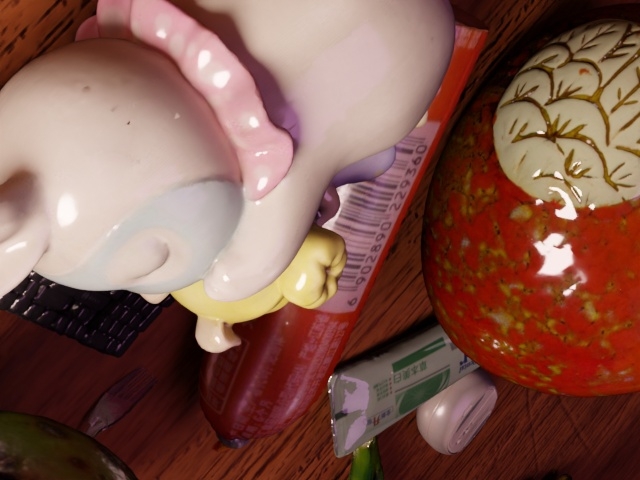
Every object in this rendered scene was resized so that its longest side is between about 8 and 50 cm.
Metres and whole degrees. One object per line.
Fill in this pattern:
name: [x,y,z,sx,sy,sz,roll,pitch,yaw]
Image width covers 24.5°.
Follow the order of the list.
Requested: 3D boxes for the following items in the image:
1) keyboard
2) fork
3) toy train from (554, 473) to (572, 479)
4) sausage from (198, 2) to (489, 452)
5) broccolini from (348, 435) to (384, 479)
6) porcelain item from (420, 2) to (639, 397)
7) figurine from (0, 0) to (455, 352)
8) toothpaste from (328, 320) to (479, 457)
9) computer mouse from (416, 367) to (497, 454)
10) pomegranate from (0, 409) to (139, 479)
keyboard: [-0.118,0.007,0.632,0.060,0.018,0.195,-52,152,0]
fork: [-0.124,0.107,0.733,0.115,0.016,0.012,-47,159,-12]
toy train: [0.198,0.299,1.366,0.225,0.090,0.137,-2,125,-57]
sausage: [0.000,0.000,0.750,0.074,0.074,0.274,-8,127,-54]
broccolini: [0.023,0.191,1.040,0.074,0.058,0.201,-45,138,-48]
porcelain item: [0.191,-0.006,0.875,0.253,0.253,0.253,-38,148,-30]
figurine: [-0.060,-0.028,0.563,0.235,0.127,0.155,-45,152,-21]
toothpaste: [0.083,0.076,0.998,0.218,0.041,0.064,-26,122,-40]
computer mouse: [0.095,0.119,1.063,0.066,0.039,0.096,-51,160,-7]
pomegranate: [-0.166,0.160,0.567,0.248,0.202,0.202,8,117,-28]
